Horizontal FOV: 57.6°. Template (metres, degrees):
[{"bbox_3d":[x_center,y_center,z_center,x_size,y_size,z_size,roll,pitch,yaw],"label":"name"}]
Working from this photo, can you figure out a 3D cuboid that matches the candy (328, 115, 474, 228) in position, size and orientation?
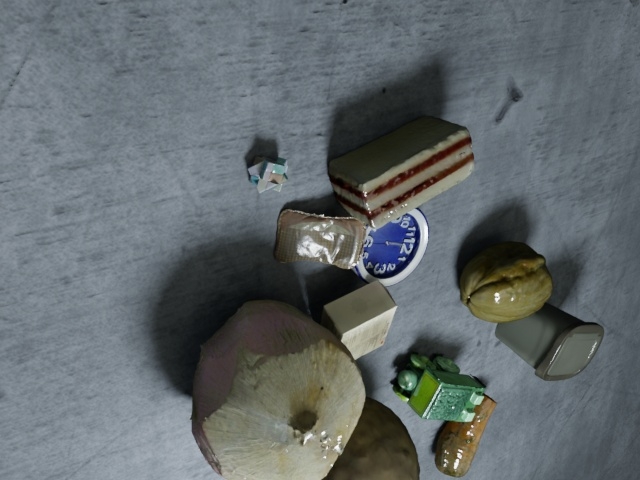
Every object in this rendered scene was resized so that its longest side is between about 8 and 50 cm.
[{"bbox_3d":[0.189,-0.165,1.355,0.320,0.179,0.135,-28,123,-19],"label":"candy"}]

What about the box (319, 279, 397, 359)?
[{"bbox_3d":[0.090,0.218,1.481,0.168,0.095,0.212,-22,149,-21],"label":"box"}]

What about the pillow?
[{"bbox_3d":[0.001,-0.003,1.365,0.211,0.034,0.135,6,107,-9],"label":"pillow"}]

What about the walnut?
[{"bbox_3d":[0.529,0.125,1.690,0.282,0.227,0.283,-24,160,-9],"label":"walnut"}]

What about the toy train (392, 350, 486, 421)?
[{"bbox_3d":[0.351,0.444,1.749,0.271,0.188,0.159,17,104,-39],"label":"toy train"}]

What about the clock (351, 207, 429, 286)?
[{"bbox_3d":[0.165,0.003,1.486,0.230,0.083,0.231,-15,118,-29],"label":"clock"}]

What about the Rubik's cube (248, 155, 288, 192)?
[{"bbox_3d":[-0.110,-0.139,1.241,0.084,0.073,0.075,-11,117,-31],"label":"Rubik's cube"}]

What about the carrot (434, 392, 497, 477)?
[{"bbox_3d":[0.488,0.653,1.978,0.138,0.138,0.302,32,86,-39],"label":"carrot"}]

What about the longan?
[{"bbox_3d":[0.070,0.597,1.519,0.391,0.391,0.391,-14,119,-27],"label":"longan"}]

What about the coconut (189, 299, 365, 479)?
[{"bbox_3d":[-0.090,0.346,1.268,0.404,0.404,0.405,-14,119,-27],"label":"coconut"}]

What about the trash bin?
[{"bbox_3d":[0.725,0.306,1.882,0.219,0.250,0.219,7,109,-35],"label":"trash bin"}]
